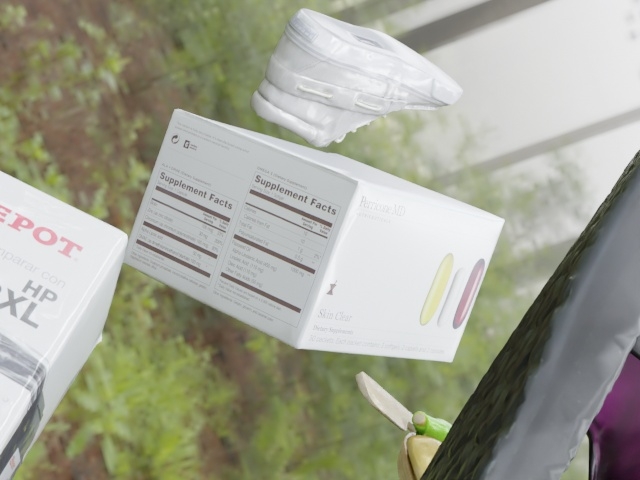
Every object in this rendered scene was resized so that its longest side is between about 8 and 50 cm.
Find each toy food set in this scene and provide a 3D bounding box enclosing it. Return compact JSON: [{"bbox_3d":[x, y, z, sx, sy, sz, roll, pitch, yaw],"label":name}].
[{"bbox_3d":[0.091,0.173,1.012,0.132,0.038,0.192,43,21,-52],"label":"toy food set"}]

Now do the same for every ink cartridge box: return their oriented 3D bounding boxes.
[{"bbox_3d":[-0.287,0.083,0.967,0.307,0.223,0.129,-63,178,-42],"label":"ink cartridge box"}]

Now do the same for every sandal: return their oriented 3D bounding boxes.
[{"bbox_3d":[0.131,0.041,0.579,0.107,0.445,0.167,34,-7,6],"label":"sandal"}]

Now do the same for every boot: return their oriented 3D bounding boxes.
[{"bbox_3d":[0.034,-0.155,1.673,0.258,0.123,0.095,14,27,-45],"label":"boot"}]

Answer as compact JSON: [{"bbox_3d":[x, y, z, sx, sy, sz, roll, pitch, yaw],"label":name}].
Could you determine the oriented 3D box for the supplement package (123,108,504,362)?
[{"bbox_3d":[0.000,0.000,1.390,0.262,0.204,0.145,10,101,-57],"label":"supplement package"}]
